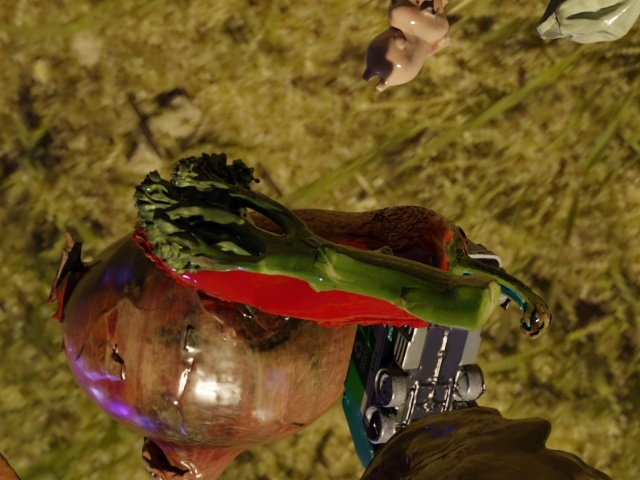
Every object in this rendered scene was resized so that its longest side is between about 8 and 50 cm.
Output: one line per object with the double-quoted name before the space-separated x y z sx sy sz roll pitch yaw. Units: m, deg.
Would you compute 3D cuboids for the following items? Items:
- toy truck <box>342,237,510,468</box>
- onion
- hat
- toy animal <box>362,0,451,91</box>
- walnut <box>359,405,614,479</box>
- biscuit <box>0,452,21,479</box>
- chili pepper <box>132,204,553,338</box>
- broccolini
"toy truck" 0.095 0.110 1.459 0.124 0.114 0.253 45 130 53
"onion" -0.136 0.097 1.698 0.354 0.354 0.353 19 126 28
"hat" 0.309 -0.289 1.626 0.122 0.081 0.166 30 104 62
"toy animal" 0.101 -0.251 1.810 0.089 0.150 0.083 22 168 39
"walnut" 0.095 0.220 0.875 0.238 0.141 0.204 57 135 10
"biscuit" -0.262 0.161 0.943 0.192 0.036 0.186 -28 106 38
"chili pepper" 0.008 0.019 1.273 0.388 0.110 0.110 4 119 21
"broccolini" 0.001 0.002 0.722 0.216 0.058 0.067 12 112 38
